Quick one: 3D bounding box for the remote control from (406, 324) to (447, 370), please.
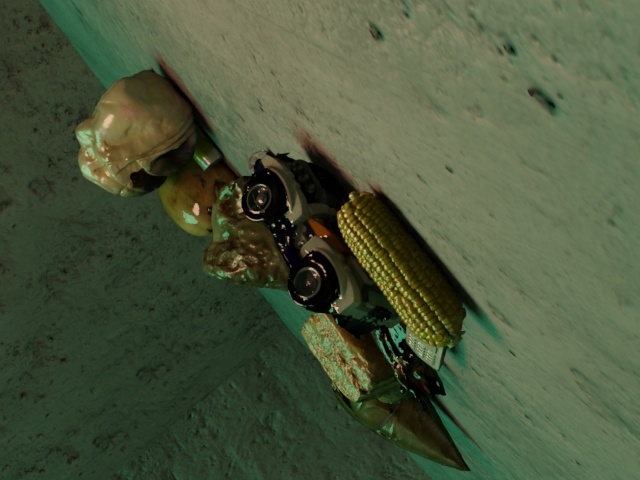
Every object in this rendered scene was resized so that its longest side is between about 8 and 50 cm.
[{"bbox_3d":[0.171,0.142,1.490,0.073,0.044,0.229,44,162,21],"label":"remote control"}]

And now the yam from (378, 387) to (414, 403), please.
[{"bbox_3d":[0.133,0.248,1.937,0.107,0.107,0.194,45,170,32],"label":"yam"}]

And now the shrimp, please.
[{"bbox_3d":[0.130,0.147,1.678,0.289,0.075,0.178,62,172,11],"label":"shrimp"}]

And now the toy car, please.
[{"bbox_3d":[0.001,-0.002,1.355,0.193,0.118,0.301,22,-145,-55],"label":"toy car"}]

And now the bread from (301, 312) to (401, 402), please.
[{"bbox_3d":[0.073,0.195,1.797,0.196,0.138,0.102,57,141,20],"label":"bread"}]

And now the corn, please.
[{"bbox_3d":[0.105,0.039,1.235,0.238,0.080,0.080,53,172,-4],"label":"corn"}]

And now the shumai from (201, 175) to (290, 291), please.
[{"bbox_3d":[-0.106,-0.012,1.988,0.261,0.221,0.225,14,-174,-3],"label":"shumai"}]

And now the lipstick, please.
[{"bbox_3d":[-0.330,-0.278,2.240,0.264,0.059,0.059,50,172,1],"label":"lipstick"}]

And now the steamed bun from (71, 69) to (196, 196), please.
[{"bbox_3d":[-0.387,-0.212,2.108,0.206,0.275,0.320,42,174,0],"label":"steamed bun"}]

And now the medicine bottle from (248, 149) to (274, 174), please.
[{"bbox_3d":[-0.084,-0.096,1.754,0.051,0.051,0.191,46,170,26],"label":"medicine bottle"}]

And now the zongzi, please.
[{"bbox_3d":[0.180,0.375,2.202,0.360,0.160,0.323,38,-177,0],"label":"zongzi"}]

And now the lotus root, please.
[{"bbox_3d":[-0.304,-0.135,2.336,0.310,0.183,0.182,51,174,35],"label":"lotus root"}]
